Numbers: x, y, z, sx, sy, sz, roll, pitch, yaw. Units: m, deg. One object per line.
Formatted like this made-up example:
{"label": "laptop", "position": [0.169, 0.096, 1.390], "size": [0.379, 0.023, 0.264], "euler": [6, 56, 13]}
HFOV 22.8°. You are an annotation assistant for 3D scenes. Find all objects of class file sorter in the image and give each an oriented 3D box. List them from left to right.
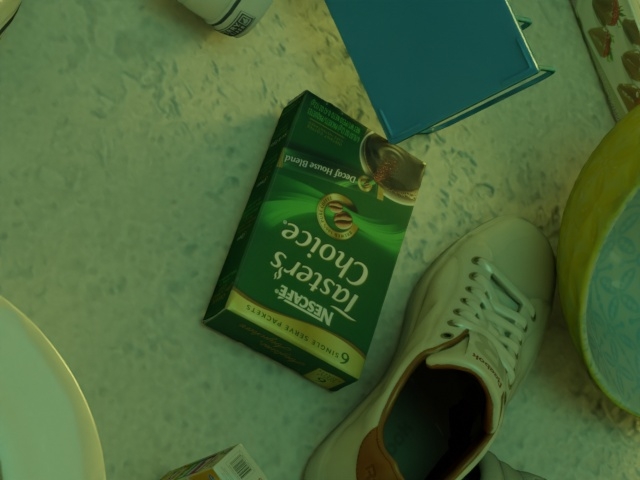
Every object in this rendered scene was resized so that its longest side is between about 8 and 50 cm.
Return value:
{"label": "file sorter", "position": [0.081, -0.172, 1.153], "size": [0.170, 0.118, 0.104], "euler": [66, 20, 4]}

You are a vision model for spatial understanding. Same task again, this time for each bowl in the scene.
{"label": "bowl", "position": [0.288, -0.020, 1.190], "size": [0.289, 0.289, 0.156], "euler": [9, 28, -28]}

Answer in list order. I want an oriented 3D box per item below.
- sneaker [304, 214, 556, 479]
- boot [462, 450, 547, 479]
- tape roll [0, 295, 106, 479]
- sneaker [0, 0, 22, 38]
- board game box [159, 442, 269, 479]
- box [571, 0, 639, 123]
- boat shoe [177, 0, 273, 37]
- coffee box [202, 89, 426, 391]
{"label": "sneaker", "position": [0.108, 0.084, 1.090], "size": [0.106, 0.123, 0.290], "euler": [42, 56, -10]}
{"label": "boot", "position": [0.123, 0.249, 1.034], "size": [0.123, 0.095, 0.258], "euler": [29, 32, -11]}
{"label": "tape roll", "position": [-0.254, 0.143, 0.824], "size": [0.246, 0.169, 0.246], "euler": [10, 69, -27]}
{"label": "sneaker", "position": [-0.244, -0.130, 0.978], "size": [0.094, 0.091, 0.258], "euler": [29, 40, -14]}
{"label": "board game box", "position": [-0.035, 0.201, 0.974], "size": [0.026, 0.103, 0.154], "euler": [-40, 95, -34]}
{"label": "box", "position": [0.243, -0.225, 1.311], "size": [0.067, 0.063, 0.324], "euler": [-15, 81, -34]}
{"label": "boat shoe", "position": [-0.048, -0.272, 1.135], "size": [0.084, 0.095, 0.258], "euler": [28, 60, -25]}
{"label": "coffee box", "position": [0.000, 0.000, 1.102], "size": [0.113, 0.040, 0.184], "euler": [31, 60, -19]}
